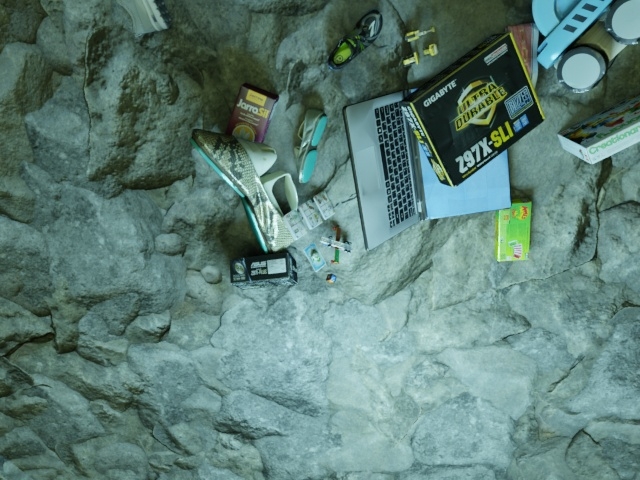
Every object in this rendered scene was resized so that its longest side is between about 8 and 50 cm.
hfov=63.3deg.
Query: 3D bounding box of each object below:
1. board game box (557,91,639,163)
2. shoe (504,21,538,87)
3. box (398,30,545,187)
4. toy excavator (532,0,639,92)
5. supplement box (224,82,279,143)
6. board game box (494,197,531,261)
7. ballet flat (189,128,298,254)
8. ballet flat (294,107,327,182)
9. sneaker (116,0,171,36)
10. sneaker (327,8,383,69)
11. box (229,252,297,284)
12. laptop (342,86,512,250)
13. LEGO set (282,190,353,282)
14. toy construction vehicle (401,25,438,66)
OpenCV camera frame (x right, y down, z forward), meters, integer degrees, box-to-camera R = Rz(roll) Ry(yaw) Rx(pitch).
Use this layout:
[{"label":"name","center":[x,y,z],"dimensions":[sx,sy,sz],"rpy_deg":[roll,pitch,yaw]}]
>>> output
[{"label":"board game box","center":[0.801,-0.311,1.343],"dimensions":[0.305,0.193,0.053],"rpy_deg":[-28,108,13]},{"label":"shoe","center":[0.523,-0.475,1.365],"dimensions":[0.081,0.063,0.178],"rpy_deg":[-3,106,6]},{"label":"box","center":[0.394,-0.331,1.332],"dimensions":[0.321,0.079,0.257],"rpy_deg":[-36,114,-8]},{"label":"toy excavator","center":[0.600,-0.637,1.185],"dimensions":[0.445,0.222,0.433],"rpy_deg":[44,136,6]},{"label":"supplement box","center":[-0.198,-0.329,1.450],"dimensions":[0.104,0.081,0.188],"rpy_deg":[21,111,-6]},{"label":"board game box","center":[0.572,-0.031,1.548],"dimensions":[0.092,0.043,0.182],"rpy_deg":[-5,112,5]},{"label":"ballet flat","center":[-0.172,-0.155,1.431],"dimensions":[0.181,0.164,0.483],"rpy_deg":[-33,135,-5]},{"label":"ballet flat","center":[-0.039,-0.272,1.483],"dimensions":[0.068,0.072,0.214],"rpy_deg":[27,113,22]},{"label":"sneaker","center":[-0.500,-0.661,1.321],"dimensions":[0.115,0.105,0.282],"rpy_deg":[-21,110,11]},{"label":"sneaker","center":[0.093,-0.519,1.360],"dimensions":[0.067,0.078,0.188],"rpy_deg":[43,107,-13]},{"label":"box","center":[-0.169,0.096,1.577],"dimensions":[0.179,0.147,0.078],"rpy_deg":[-7,77,7]},{"label":"laptop","center":[0.299,-0.210,1.381],"dimensions":[0.236,0.407,0.383],"rpy_deg":[6,115,43]},{"label":"LEGO set","center":[0.000,0.000,1.533],"dimensions":[0.060,0.182,0.245],"rpy_deg":[-18,104,50]},{"label":"toy construction vehicle","center":[0.260,-0.514,1.376],"dimensions":[0.098,0.035,0.086],"rpy_deg":[-13,111,8]}]
